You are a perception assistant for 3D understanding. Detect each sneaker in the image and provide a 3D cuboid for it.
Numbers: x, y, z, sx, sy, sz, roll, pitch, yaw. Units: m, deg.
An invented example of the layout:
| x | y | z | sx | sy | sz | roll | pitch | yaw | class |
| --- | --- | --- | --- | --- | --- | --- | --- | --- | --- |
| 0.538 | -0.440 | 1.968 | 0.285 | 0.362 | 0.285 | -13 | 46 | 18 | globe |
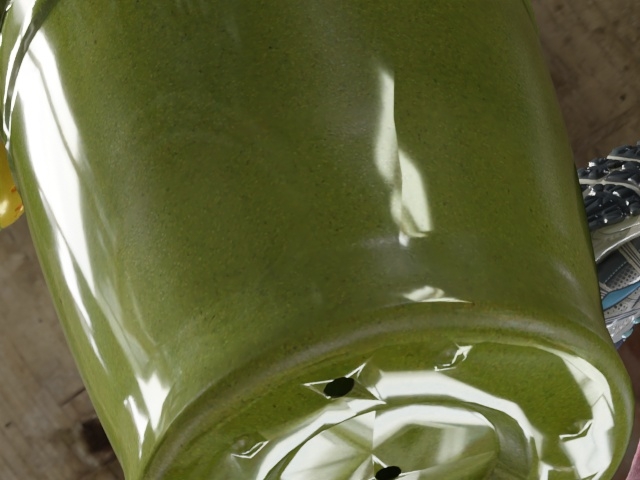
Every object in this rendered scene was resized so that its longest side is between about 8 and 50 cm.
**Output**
| x | y | z | sx | sy | sz | roll | pitch | yaw | class |
| --- | --- | --- | --- | --- | --- | --- | --- | --- | --- |
| 0.228 | 0.021 | 0.880 | 0.283 | 0.110 | 0.122 | -32 | -62 | -4 | sneaker |

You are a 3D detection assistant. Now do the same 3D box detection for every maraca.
| x | y | z | sx | sy | sz | roll | pitch | yaw | class |
| --- | --- | --- | --- | --- | --- | --- | --- | --- | --- |
| -0.433 | -0.078 | 1.423 | 0.186 | 0.099 | 0.127 | 144 | -63 | -73 | maraca |

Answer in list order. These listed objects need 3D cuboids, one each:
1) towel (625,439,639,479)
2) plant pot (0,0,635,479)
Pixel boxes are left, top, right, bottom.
| x | y | z | sx | sy | sz | roll | pitch | yaw | class |
| --- | --- | --- | --- | --- | --- | --- | --- | --- | --- |
| 0.443 | 0.203 | 0.996 | 0.329 | 0.237 | 0.037 | -11 | -59 | 38 | towel |
| 0.000 | 0.000 | 0.613 | 0.366 | 0.353 | 0.366 | -9 | -47 | -9 | plant pot |
